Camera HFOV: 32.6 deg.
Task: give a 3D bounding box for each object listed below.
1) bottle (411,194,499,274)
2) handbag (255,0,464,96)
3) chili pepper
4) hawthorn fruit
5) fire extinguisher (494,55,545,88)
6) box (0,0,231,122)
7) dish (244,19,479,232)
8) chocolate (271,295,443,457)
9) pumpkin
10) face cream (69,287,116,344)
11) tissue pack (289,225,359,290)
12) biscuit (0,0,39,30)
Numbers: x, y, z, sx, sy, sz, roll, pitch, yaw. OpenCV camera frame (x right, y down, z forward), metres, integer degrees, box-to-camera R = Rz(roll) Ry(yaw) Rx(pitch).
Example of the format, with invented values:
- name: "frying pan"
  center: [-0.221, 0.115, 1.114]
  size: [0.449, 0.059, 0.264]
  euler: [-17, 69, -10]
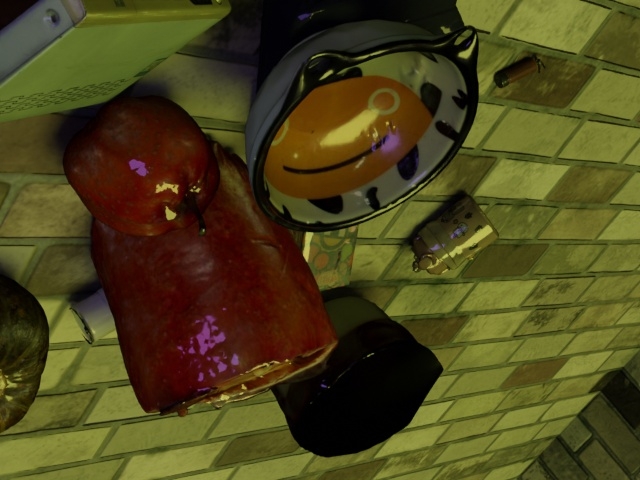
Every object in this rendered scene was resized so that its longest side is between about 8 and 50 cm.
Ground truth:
- name: "bottle"
  center: [0.215, 0.001, 1.834]
  size: [0.152, 0.099, 0.099]
  euler: [-38, 151, 8]
- name: "handbag"
  center: [0.053, -0.211, 1.336]
  size: [0.269, 0.118, 0.325]
  euler: [-16, 145, -21]
- name: "chili pepper"
  center: [-0.146, 0.058, 1.364]
  size: [0.251, 0.305, 0.229]
  euler: [-31, 160, 15]
- name: "hawthorn fruit"
  center: [-0.183, -0.070, 1.205]
  size: [0.157, 0.194, 0.157]
  euler: [-37, 152, -24]
- name: "fire extinguisher"
  center: [0.299, -0.251, 1.631]
  size: [0.083, 0.022, 0.028]
  euler: [-28, 113, -17]
- name: "box"
  center: [-0.220, -0.177, 1.019]
  size: [0.211, 0.045, 0.270]
  euler: [-30, 180, 27]
- name: "dish"
  center: [0.029, -0.145, 1.195]
  size: [0.303, 0.120, 0.303]
  euler: [-21, 145, -15]
- name: "chocolate"
  center: [0.041, 0.207, 1.838]
  size: [0.284, 0.186, 0.283]
  euler: [-19, 140, -17]
- name: "pumpkin"
  center: [-0.424, 0.137, 1.288]
  size: [0.219, 0.162, 0.218]
  euler: [-35, 136, -42]
- name: "face cream"
  center: [-0.221, 0.056, 1.482]
  size: [0.244, 0.058, 0.092]
  euler: [-31, 146, -23]
- name: "tissue pack"
  center: [0.000, 0.000, 1.584]
  size: [0.109, 0.060, 0.148]
  euler: [-9, 118, -38]
- name: "biscuit"
  center: [-0.260, -0.246, 1.021]
  size: [0.301, 0.043, 0.278]
  euler: [-46, 149, 15]
